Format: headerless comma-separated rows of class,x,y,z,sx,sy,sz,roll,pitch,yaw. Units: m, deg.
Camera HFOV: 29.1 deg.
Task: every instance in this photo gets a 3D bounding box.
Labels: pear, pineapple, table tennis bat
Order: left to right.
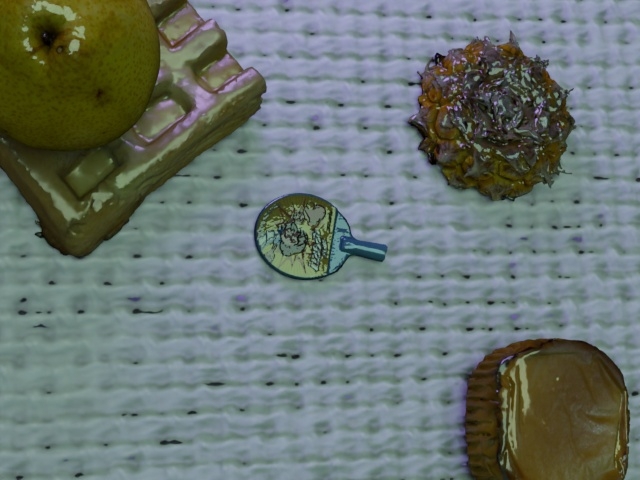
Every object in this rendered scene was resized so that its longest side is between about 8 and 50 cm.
pear,-0.254,-0.191,1.204,0.209,0.209,0.209,3,78,-15
table tennis bat,0.000,0.000,1.408,0.155,0.019,0.100,13,75,-10
pineapple,0.214,-0.151,1.469,0.225,0.076,0.225,3,80,-16

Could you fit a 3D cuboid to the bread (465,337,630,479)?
bread,0.250,0.208,1.391,0.199,0.104,0.199,3,81,-19

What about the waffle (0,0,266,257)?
waffle,-0.266,-0.197,1.344,0.304,0.077,0.348,-40,91,-18
